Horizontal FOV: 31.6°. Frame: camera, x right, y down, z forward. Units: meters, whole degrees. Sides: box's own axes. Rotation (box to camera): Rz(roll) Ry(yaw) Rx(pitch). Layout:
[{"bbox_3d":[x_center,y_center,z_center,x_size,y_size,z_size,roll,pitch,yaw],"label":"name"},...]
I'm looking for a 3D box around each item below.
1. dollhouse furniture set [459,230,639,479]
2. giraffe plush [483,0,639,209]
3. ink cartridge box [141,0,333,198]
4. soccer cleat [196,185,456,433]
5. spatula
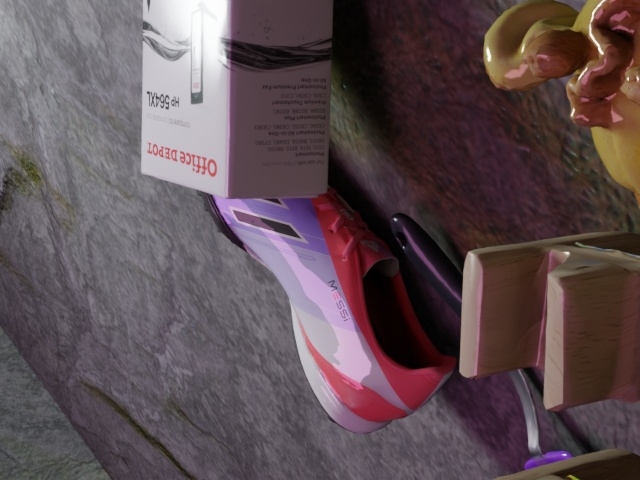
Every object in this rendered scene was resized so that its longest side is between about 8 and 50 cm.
[{"bbox_3d":[0.274,0.204,0.533,0.362,0.257,0.394,17,110,56],"label":"dollhouse furniture set"},{"bbox_3d":[0.156,-0.055,0.341,0.210,0.170,0.181,59,163,-4],"label":"giraffe plush"},{"bbox_3d":[-0.063,-0.138,0.812,0.148,0.086,0.203,18,108,56],"label":"ink cartridge box"},{"bbox_3d":[0.000,0.000,0.928,0.116,0.109,0.318,-35,80,42],"label":"soccer cleat"},{"bbox_3d":[0.138,0.102,0.826,0.296,0.030,0.084,57,158,7],"label":"spatula"}]
